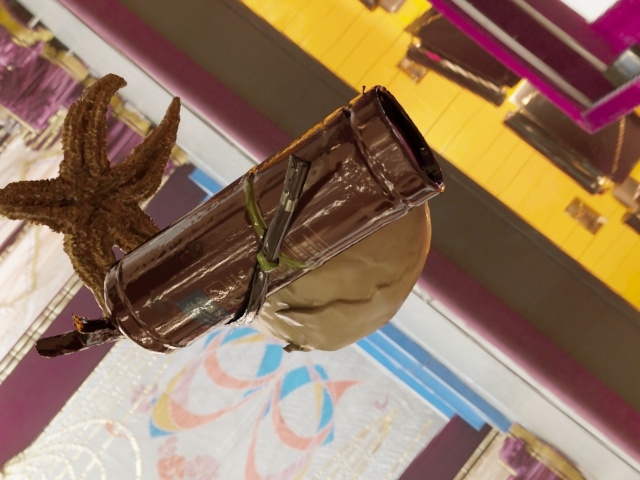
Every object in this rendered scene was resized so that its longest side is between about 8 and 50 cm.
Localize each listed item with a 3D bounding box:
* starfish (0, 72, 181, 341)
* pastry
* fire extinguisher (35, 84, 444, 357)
[{"bbox_3d":[-0.246,-0.037,0.882,0.060,0.299,0.302,-6,110,39],"label":"starfish"},{"bbox_3d":[0.001,-0.002,0.813,0.265,0.265,0.133,35,162,46],"label":"pastry"},{"bbox_3d":[-0.074,0.009,0.582,0.141,0.341,0.105,20,-138,-60],"label":"fire extinguisher"}]
